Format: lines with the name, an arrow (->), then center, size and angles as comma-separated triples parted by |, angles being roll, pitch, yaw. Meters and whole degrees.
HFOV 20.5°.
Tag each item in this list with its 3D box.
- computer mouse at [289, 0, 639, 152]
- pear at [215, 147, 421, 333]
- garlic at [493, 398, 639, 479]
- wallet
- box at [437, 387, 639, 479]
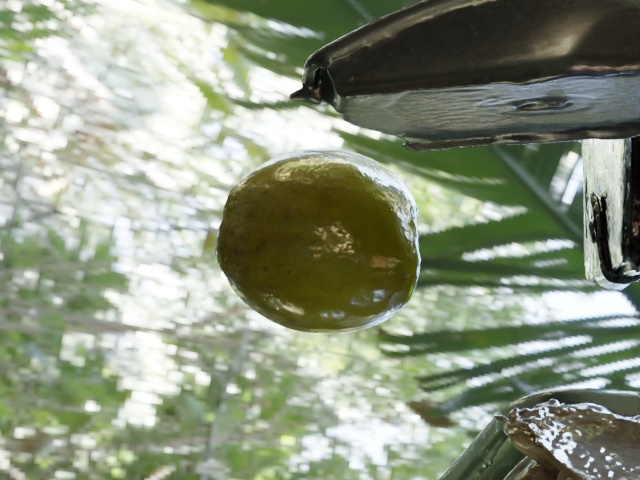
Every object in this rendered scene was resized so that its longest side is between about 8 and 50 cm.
computer mouse -> 0.096, -0.095, 0.885 | 0.231, 0.126, 0.071 | -4, -102, 23
pear -> 0.000, 0.000, 1.405 | 0.162, 0.149, 0.149 | 8, -95, 2
garlic -> 0.139, 0.167, 0.841 | 0.131, 0.127, 0.194 | 14, -69, 32
wallet -> 0.204, -0.054, 1.194 | 0.045, 0.318, 0.172 | 4, -93, 3
box -> 0.152, 0.231, 1.043 | 0.312, 0.175, 0.183 | 119, -26, -58
